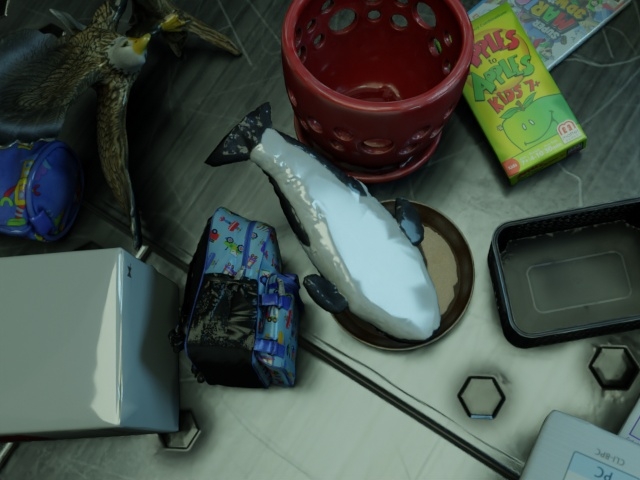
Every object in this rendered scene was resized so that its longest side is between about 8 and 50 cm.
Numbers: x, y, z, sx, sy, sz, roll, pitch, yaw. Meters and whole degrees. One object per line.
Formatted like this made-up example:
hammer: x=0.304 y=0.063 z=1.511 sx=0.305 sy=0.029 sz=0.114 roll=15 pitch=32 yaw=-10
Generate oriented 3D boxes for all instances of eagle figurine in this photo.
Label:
eagle figurine: x=-0.245 y=-0.167 z=0.890 sx=0.226 sy=0.225 sz=0.298 roll=21 pitch=72 yaw=2

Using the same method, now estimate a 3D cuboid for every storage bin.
storage bin: x=0.272 y=0.035 z=0.834 sx=0.180 sy=0.084 sz=0.122 roll=-11 pitch=74 yaw=6

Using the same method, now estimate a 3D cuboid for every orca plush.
orca plush: x=0.000 y=0.000 z=0.838 sx=0.287 sy=0.102 sz=0.151 roll=34 pitch=66 yaw=-13

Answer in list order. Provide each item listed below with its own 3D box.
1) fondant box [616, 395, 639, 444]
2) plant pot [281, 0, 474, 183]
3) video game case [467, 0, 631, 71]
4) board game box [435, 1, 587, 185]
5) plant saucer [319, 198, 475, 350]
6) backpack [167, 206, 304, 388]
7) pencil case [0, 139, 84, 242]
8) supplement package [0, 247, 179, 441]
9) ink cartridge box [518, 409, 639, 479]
fondant box: x=0.401 y=0.189 z=0.709 sx=0.238 sy=0.096 sz=0.330 roll=30 pitch=70 yaw=26
plant pot: x=0.057 y=-0.164 z=0.859 sx=0.191 sy=0.174 sz=0.191 roll=-1 pitch=61 yaw=1
video game case: x=0.262 y=-0.269 z=0.952 sx=0.166 sy=0.015 sz=0.119 roll=-40 pitch=74 yaw=-3
board game box: x=0.211 y=-0.164 z=0.905 sx=0.092 sy=0.043 sz=0.181 roll=-28 pitch=75 yaw=11
plant saucer: x=0.084 y=0.038 z=0.889 sx=0.168 sy=0.029 sz=0.168 roll=-2 pitch=75 yaw=7
backpack: x=-0.078 y=0.058 z=0.848 sx=0.117 sy=0.158 sz=0.173 roll=5 pitch=66 yaw=5
pencil case: x=-0.438 y=-0.061 z=0.945 sx=0.306 sy=0.119 sz=0.133 roll=3 pitch=59 yaw=9
supplement package: x=-0.314 y=0.121 z=0.849 sx=0.293 sy=0.177 sz=0.175 roll=-5 pitch=74 yaw=8
ink cartridge box: x=0.228 y=0.346 z=0.530 sx=0.308 sy=0.091 sz=0.385 roll=22 pitch=63 yaw=19
